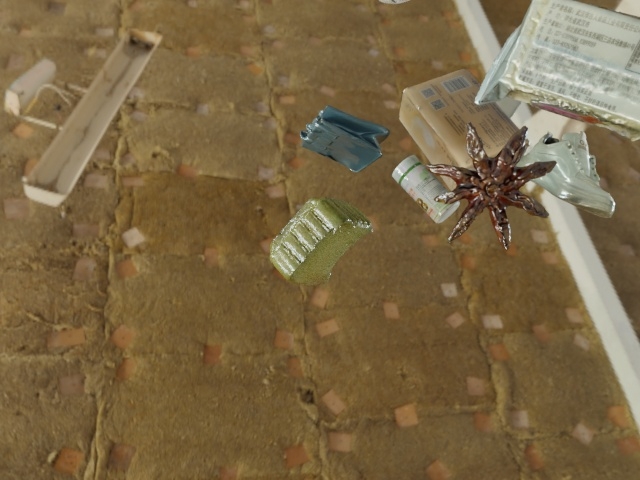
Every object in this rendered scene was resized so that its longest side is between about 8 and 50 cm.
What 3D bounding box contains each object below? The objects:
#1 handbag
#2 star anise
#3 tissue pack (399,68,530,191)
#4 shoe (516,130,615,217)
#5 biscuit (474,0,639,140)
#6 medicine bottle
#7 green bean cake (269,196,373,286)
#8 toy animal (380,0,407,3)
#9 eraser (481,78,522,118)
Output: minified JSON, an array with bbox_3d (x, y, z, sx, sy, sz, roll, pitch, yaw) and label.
[{"bbox_3d":[0.048,-0.237,1.453,0.179,0.229,0.062,24,-100,-9],"label":"handbag"},{"bbox_3d":[0.349,-0.112,1.307,0.288,0.288,0.088,30,-163,7],"label":"star anise"},{"bbox_3d":[0.372,-0.270,1.689,0.239,0.238,0.305,-14,-122,-25],"label":"tissue pack"},{"bbox_3d":[0.586,-0.172,1.449,0.124,0.159,0.316,19,-165,-28],"label":"shoe"},{"bbox_3d":[0.363,-0.208,0.787,0.309,0.186,0.079,26,-167,24],"label":"biscuit"},{"bbox_3d":[0.284,-0.138,1.688,0.086,0.086,0.183,-30,-110,-32],"label":"medicine bottle"},{"bbox_3d":[0.000,0.000,1.639,0.124,0.236,0.233,47,-165,22],"label":"green bean cake"},{"bbox_3d":[0.213,-0.699,1.650,0.179,0.166,0.138,-40,-146,-13],"label":"toy animal"},{"bbox_3d":[0.506,-0.359,2.000,0.130,0.287,0.086,24,-157,-18],"label":"eraser"}]
